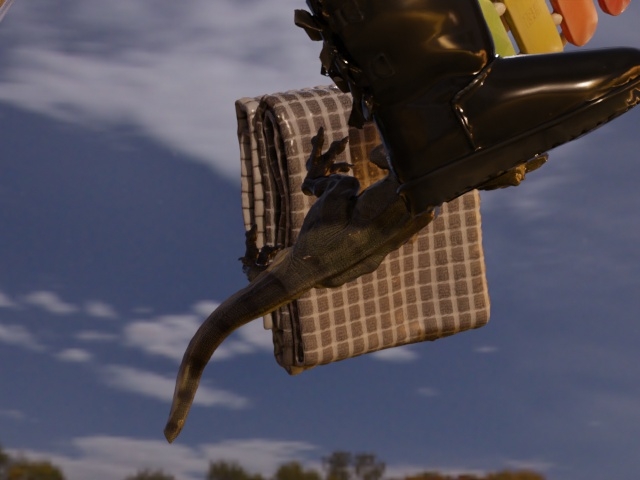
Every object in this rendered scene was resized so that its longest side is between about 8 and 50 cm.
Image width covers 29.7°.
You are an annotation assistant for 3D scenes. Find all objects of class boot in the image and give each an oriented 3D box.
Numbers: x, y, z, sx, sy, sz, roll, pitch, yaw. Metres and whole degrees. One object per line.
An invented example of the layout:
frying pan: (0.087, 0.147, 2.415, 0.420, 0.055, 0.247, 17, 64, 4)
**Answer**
boot: (0.058, -0.074, 0.450, 0.121, 0.099, 0.045, -26, -2, -5)

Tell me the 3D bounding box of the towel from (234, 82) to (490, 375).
towel: (0.047, -0.019, 1.211, 0.235, 0.283, 0.121, -13, 11, -31)

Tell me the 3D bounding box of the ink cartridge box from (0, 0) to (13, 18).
ink cartridge box: (-0.294, -0.131, 0.360, 0.385, 0.279, 0.160, 37, -28, -20)

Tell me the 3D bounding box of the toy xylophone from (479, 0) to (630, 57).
toy xylophone: (0.190, -0.203, 1.119, 0.081, 0.322, 0.236, 32, -5, 40)

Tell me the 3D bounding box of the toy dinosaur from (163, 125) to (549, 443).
toy dinosaur: (0.000, 0.000, 0.708, 0.268, 0.118, 0.064, -37, -61, -2)
